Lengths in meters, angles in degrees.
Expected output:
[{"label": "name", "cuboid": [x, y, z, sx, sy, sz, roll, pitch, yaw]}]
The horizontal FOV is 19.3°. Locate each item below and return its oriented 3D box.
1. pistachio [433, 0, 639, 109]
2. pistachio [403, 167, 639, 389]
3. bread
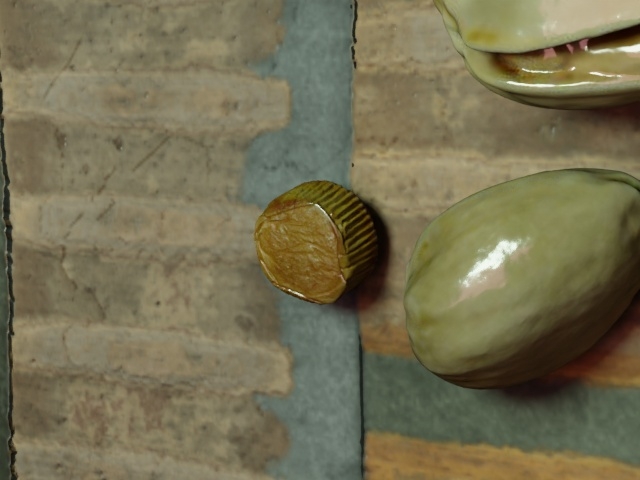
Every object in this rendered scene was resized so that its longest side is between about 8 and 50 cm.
[{"label": "pistachio", "cuboid": [0.161, -0.145, 1.089, 0.215, 0.144, 0.144, 3, 99, 27]}, {"label": "pistachio", "cuboid": [0.125, 0.022, 1.157, 0.185, 0.108, 0.126, -40, 97, 26]}, {"label": "bread", "cuboid": [0.000, 0.000, 1.275, 0.085, 0.053, 0.085, 15, 118, 30]}]
